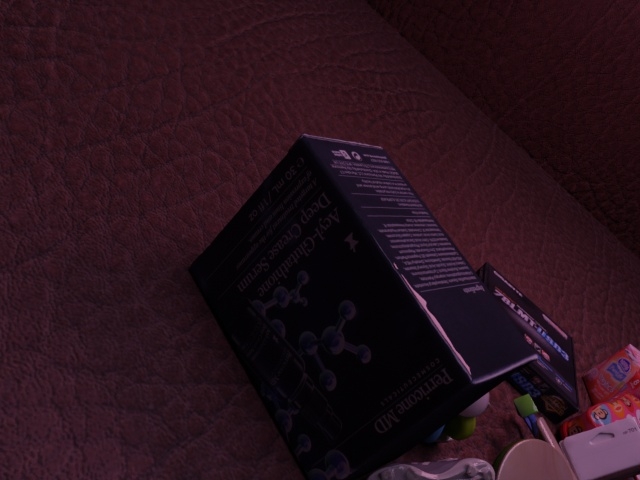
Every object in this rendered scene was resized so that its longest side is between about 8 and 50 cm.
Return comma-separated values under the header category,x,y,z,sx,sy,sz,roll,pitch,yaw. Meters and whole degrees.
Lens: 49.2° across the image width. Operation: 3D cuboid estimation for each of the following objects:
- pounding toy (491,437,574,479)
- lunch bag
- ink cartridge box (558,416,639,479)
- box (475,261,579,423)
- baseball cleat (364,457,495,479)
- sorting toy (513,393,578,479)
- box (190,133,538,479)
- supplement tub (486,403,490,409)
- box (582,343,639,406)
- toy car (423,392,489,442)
category,x,y,z,sx,sy,sz,roll,pitch,yaw
pounding toy,0.292,0.428,1.107,0.183,0.110,0.237,51,57,-10
lunch bag,0.658,0.463,1.474,0.293,0.120,0.258,4,47,-48
ink cartridge box,0.513,0.396,1.277,0.190,0.140,0.082,57,15,-61
box,0.456,0.221,1.594,0.295,0.073,0.293,43,30,-4
baseball cleat,0.150,0.359,1.027,0.206,0.109,0.072,3,73,-16
sorting toy,0.419,0.431,1.238,0.196,0.047,0.347,66,1,-51
box,0.046,0.097,0.998,0.212,0.293,0.395,-3,53,-53
supplement tub,0.252,0.266,1.271,0.071,0.071,0.107,14,41,-43
box,0.816,0.409,1.719,0.300,0.154,0.142,34,30,-20
toy car,0.169,0.245,1.126,0.136,0.159,0.182,-14,60,-29
